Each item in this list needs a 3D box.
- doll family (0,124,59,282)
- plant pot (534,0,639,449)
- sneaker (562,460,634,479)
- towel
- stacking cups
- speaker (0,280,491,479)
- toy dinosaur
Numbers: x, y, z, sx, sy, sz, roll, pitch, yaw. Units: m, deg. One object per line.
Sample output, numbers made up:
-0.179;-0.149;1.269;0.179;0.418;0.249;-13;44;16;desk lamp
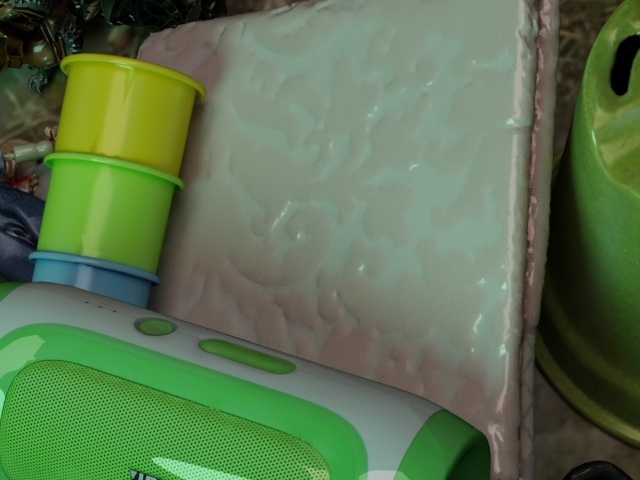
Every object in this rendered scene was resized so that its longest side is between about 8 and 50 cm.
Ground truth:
-0.242;0.008;1.278;0.163;0.118;0.263;32;73;20;doll family
0.249;-0.032;1.153;0.276;0.254;0.276;-3;65;7;plant pot
0.196;0.240;1.123;0.081;0.090;0.232;-23;64;-3;sneaker
0.000;0.000;1.171;0.332;0.053;0.316;-5;76;39;towel
-0.148;0.045;1.172;0.096;0.096;0.316;9;79;12;stacking cups
-0.064;0.113;1.033;0.297;0.131;0.131;16;68;21;speaker
-0.177;-0.211;1.365;0.218;0.164;0.322;33;95;37;toy dinosaur
